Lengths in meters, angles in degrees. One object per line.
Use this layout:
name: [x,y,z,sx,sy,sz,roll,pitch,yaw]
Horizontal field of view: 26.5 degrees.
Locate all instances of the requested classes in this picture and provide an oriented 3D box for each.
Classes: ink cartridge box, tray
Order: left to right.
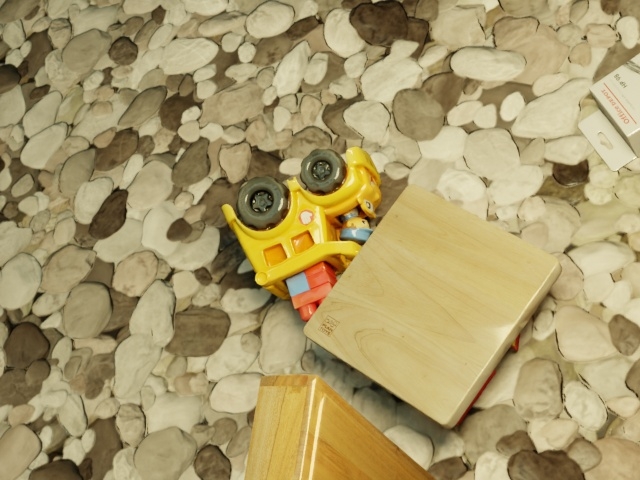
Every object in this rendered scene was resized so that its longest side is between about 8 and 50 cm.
tray: [0.040,0.319,1.526,0.076,0.411,0.203,-4,62,25]
ink cartridge box: [0.436,-0.187,1.817,0.180,0.060,0.104,-34,54,7]

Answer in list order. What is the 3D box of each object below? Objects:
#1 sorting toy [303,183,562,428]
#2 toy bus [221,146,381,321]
sorting toy: [0.155,0.092,1.791,0.257,0.089,0.255,30,80,36]
toy bus: [0.000,0.000,1.899,0.220,0.149,0.211,-26,68,10]
